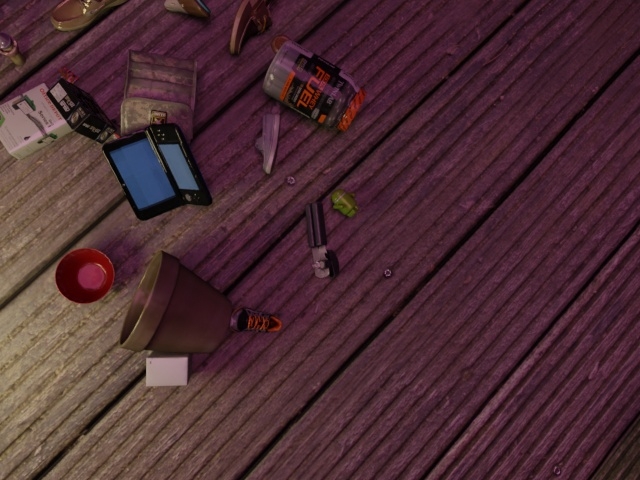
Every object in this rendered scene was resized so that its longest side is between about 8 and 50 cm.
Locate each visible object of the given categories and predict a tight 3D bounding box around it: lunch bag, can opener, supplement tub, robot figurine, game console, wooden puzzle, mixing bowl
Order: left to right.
[{"bbox_3d":[-0.878,-0.565,1.845,0.083,0.006,0.049,41,79,-4],"label":"wooden puzzle"},{"bbox_3d":[-0.765,0.119,1.750,0.181,0.098,0.182,1,83,-10],"label":"mixing bowl"},{"bbox_3d":[-0.532,-0.214,1.740,0.173,0.250,0.293,-40,123,-34],"label":"game console"},{"bbox_3d":[-0.548,-0.474,1.809,0.235,0.169,0.287,5,84,-16],"label":"lunch bag"},{"bbox_3d":[-0.019,-0.542,1.894,0.337,0.207,0.207,28,80,-6],"label":"supplement tub"},{"bbox_3d":[0.000,0.000,1.922,0.093,0.074,0.281,-8,87,-45],"label":"can opener"},{"bbox_3d":[0.087,-0.140,1.943,0.115,0.067,0.101,46,51,-3],"label":"robot figurine"}]

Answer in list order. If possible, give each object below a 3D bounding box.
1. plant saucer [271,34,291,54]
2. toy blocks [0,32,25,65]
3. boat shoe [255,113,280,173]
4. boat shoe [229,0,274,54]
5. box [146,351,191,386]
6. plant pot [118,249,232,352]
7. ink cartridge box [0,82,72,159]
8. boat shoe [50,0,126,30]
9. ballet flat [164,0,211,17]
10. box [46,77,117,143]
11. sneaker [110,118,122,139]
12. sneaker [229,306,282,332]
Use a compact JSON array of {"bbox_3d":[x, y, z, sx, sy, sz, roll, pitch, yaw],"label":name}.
[{"bbox_3d":[-0.143,-0.734,1.988,0.083,0.015,0.084,1,84,-10],"label":"plant saucer"},{"bbox_3d":[-1.166,-0.669,1.676,0.308,0.260,0.289,-28,90,-12],"label":"toy blocks"},{"bbox_3d":[-0.195,-0.351,1.916,0.081,0.079,0.228,6,78,0],"label":"boat shoe"},{"bbox_3d":[-0.229,-0.819,1.932,0.123,0.123,0.342,22,75,-6],"label":"boat shoe"},{"bbox_3d":[-0.490,0.411,1.731,0.129,0.170,0.091,1,88,-9],"label":"box"},{"bbox_3d":[-0.450,0.230,1.713,0.280,0.323,0.324,24,80,-23],"label":"plant pot"},{"bbox_3d":[-0.962,-0.398,1.770,0.219,0.092,0.160,-34,91,-11],"label":"ink cartridge box"},{"bbox_3d":[-0.801,-0.837,1.839,0.302,0.098,0.109,-33,91,-12],"label":"boat shoe"},{"bbox_3d":[-0.532,-0.907,1.898,0.124,0.116,0.342,-36,91,9],"label":"ballet flat"},{"bbox_3d":[-0.786,-0.424,1.748,0.077,0.147,0.180,-42,76,6],"label":"box"},{"bbox_3d":[-0.679,-0.362,1.835,0.158,0.061,0.065,45,73,-4],"label":"sneaker"},{"bbox_3d":[-0.215,0.271,1.782,0.214,0.083,0.084,9,90,-52],"label":"sneaker"}]
